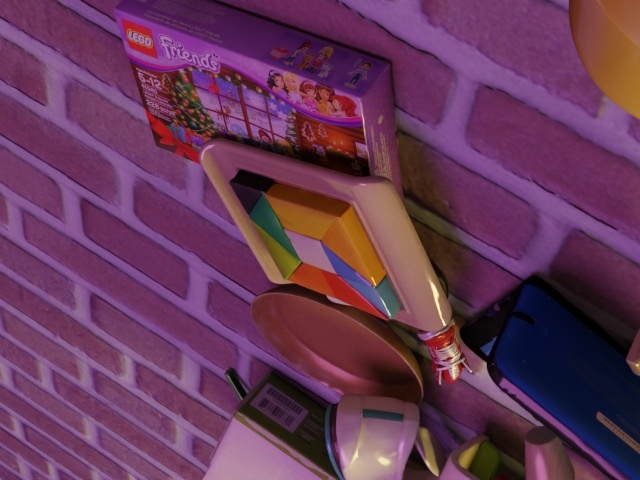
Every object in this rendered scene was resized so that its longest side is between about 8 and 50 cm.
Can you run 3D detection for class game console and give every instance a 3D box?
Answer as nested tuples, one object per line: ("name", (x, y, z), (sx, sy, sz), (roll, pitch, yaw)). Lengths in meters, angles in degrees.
("game console", (0.264, 0.195, 1.305), (0.293, 0.250, 0.173), (39, 124, -1))

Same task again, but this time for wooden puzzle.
("wooden puzzle", (0.000, 0.000, 1.330), (0.238, 0.044, 0.221), (13, 145, 38))

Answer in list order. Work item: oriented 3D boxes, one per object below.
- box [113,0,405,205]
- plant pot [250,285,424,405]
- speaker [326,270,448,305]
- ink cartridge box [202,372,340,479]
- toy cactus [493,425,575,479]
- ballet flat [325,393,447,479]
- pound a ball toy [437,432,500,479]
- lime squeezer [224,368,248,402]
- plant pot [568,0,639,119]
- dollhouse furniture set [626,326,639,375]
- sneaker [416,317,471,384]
("box", (-0.059, -0.132, 1.311), (0.293, 0.057, 0.201), (23, 147, 26))
("plant pot", (0.025, 0.125, 1.573), (0.236, 0.032, 0.236), (25, 153, 14))
("speaker", (0.069, 0.051, 1.424), (0.136, 0.055, 0.055), (8, 138, 41))
("ink cartridge box", (-0.062, 0.339, 1.838), (0.188, 0.097, 0.255), (34, 130, 7))
("toy cactus", (0.254, 0.272, 1.353), (0.219, 0.112, 0.181), (14, 127, 48))
("ballet flat", (0.106, 0.322, 1.668), (0.139, 0.139, 0.400), (21, 152, 28))
("pound a ball toy", (0.205, 0.387, 1.544), (0.208, 0.135, 0.319), (35, 120, 25))
("lime squeezer", (-0.029, 0.310, 1.884), (0.310, 0.059, 0.110), (35, 150, 8))
("plant pot", (0.248, -0.177, 0.753), (0.254, 0.254, 0.239), (35, 165, 6))
("dollhouse furniture set", (0.381, 0.065, 1.068), (0.212, 0.161, 0.242), (20, 167, 30))
("sneaker", (0.134, 0.120, 1.403), (0.118, 0.042, 0.067), (35, -145, -81))
